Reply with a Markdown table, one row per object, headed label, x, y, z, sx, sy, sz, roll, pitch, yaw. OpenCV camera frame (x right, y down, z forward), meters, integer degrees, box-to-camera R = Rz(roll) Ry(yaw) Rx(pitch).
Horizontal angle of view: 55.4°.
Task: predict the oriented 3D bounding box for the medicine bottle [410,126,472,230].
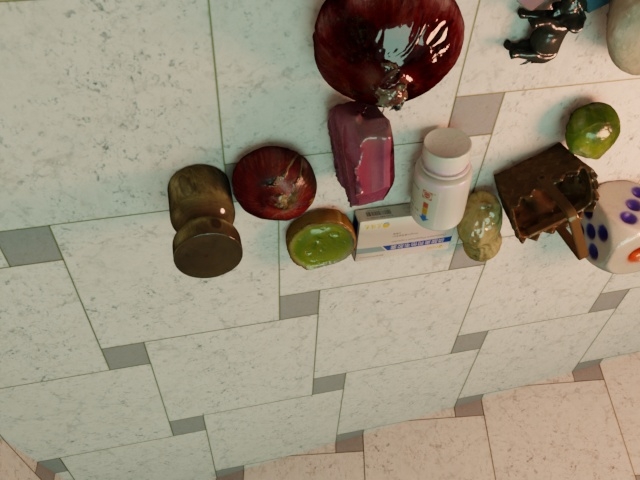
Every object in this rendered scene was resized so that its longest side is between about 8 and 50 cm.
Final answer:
| label | x | y | z | sx | sy | sz | roll | pitch | yaw |
| --- | --- | --- | --- | --- | --- | --- | --- | --- | --- |
| medicine bottle | 0.359 | -0.178 | 1.806 | 0.170 | 0.170 | 0.293 | -11 | 141 | -7 |

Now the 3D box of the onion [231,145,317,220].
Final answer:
| label | x | y | z | sx | sy | sz | roll | pitch | yaw |
| --- | --- | --- | --- | --- | --- | --- | --- | --- | --- |
| onion | -0.128 | -0.146 | 1.698 | 0.248 | 0.161 | 0.248 | 6 | 147 | 4 |

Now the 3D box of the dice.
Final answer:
| label | x | y | z | sx | sy | sz | roll | pitch | yaw |
| --- | --- | --- | --- | --- | --- | --- | --- | --- | --- |
| dice | 1.058 | -0.045 | 2.139 | 0.259 | 0.251 | 0.243 | -9 | 141 | -9 |

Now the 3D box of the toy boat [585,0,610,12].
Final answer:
| label | x | y | z | sx | sy | sz | roll | pitch | yaw |
| --- | --- | --- | --- | --- | --- | --- | --- | --- | --- |
| toy boat | 0.714 | -0.641 | 1.490 | 0.185 | 0.077 | 0.075 | -29 | 140 | 27 |

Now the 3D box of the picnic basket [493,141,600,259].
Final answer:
| label | x | y | z | sx | sy | sz | roll | pitch | yaw |
| --- | --- | --- | --- | --- | --- | --- | --- | --- | --- |
| picnic basket | 0.728 | -0.112 | 1.902 | 0.291 | 0.321 | 0.254 | -27 | 135 | 9 |

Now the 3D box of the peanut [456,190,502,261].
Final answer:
| label | x | y | z | sx | sy | sz | roll | pitch | yaw |
| --- | --- | --- | --- | --- | --- | --- | --- | --- | --- |
| peanut | 0.530 | -0.034 | 2.049 | 0.159 | 0.143 | 0.291 | -34 | 142 | -13 |

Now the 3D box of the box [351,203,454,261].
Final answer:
| label | x | y | z | sx | sy | sz | roll | pitch | yaw |
| --- | --- | --- | --- | --- | --- | --- | --- | --- | --- |
| box | 0.276 | -0.034 | 2.021 | 0.343 | 0.065 | 0.200 | -8 | 140 | -11 |

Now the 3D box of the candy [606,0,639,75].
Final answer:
| label | x | y | z | sx | sy | sz | roll | pitch | yaw |
| --- | --- | --- | --- | --- | --- | --- | --- | --- | --- |
| candy | 0.885 | -0.562 | 1.490 | 0.386 | 0.186 | 0.427 | -35 | 156 | 9 |

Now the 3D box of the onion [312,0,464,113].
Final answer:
| label | x | y | z | sx | sy | sz | roll | pitch | yaw |
| --- | --- | --- | --- | --- | --- | --- | --- | --- | --- |
| onion | 0.152 | -0.420 | 1.373 | 0.348 | 0.285 | 0.347 | -1 | 153 | -1 |

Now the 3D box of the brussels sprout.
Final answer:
| label | x | y | z | sx | sy | sz | roll | pitch | yaw |
| --- | --- | --- | --- | --- | --- | --- | --- | --- | --- |
| brussels sprout | 0.811 | -0.327 | 1.815 | 0.181 | 0.144 | 0.161 | 18 | 88 | -57 |

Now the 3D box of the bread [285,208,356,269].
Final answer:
| label | x | y | z | sx | sy | sz | roll | pitch | yaw |
| --- | --- | --- | --- | --- | --- | --- | --- | --- | --- |
| bread | 0.000 | 0.000 | 1.946 | 0.236 | 0.070 | 0.236 | -5 | 137 | -5 |

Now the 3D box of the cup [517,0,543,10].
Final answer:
| label | x | y | z | sx | sy | sz | roll | pitch | yaw |
| --- | --- | --- | --- | --- | --- | --- | --- | --- | --- |
| cup | 0.529 | -0.656 | 1.321 | 0.203 | 0.203 | 0.288 | 17 | 137 | -33 |

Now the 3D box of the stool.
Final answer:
| label | x | y | z | sx | sy | sz | roll | pitch | yaw |
| --- | --- | --- | --- | --- | --- | --- | --- | --- | --- |
| stool | -0.314 | -0.054 | 1.641 | 0.179 | 0.264 | 0.179 | -10 | 140 | -8 |

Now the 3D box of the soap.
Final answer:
| label | x | y | z | sx | sy | sz | roll | pitch | yaw |
| --- | --- | --- | --- | --- | --- | --- | --- | --- | --- |
| soap | 0.108 | -0.236 | 1.626 | 0.127 | 0.220 | 0.325 | -22 | 140 | -8 |

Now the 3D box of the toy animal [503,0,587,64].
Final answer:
| label | x | y | z | sx | sy | sz | roll | pitch | yaw |
| --- | --- | --- | --- | --- | --- | --- | --- | --- | --- |
| toy animal | 0.564 | -0.543 | 1.523 | 0.146 | 0.114 | 0.245 | 0 | 159 | -10 |
